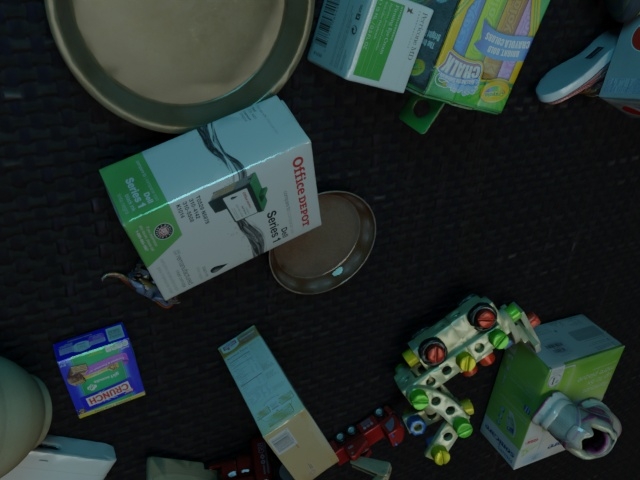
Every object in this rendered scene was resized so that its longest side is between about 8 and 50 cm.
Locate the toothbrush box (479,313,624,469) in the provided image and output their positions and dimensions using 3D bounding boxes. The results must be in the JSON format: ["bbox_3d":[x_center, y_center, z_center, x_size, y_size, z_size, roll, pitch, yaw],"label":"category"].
[{"bbox_3d":[0.480,0.316,1.290,0.206,0.122,0.283,-9,124,-25],"label":"toothbrush box"}]

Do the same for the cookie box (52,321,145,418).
[{"bbox_3d":[-0.291,0.173,0.813,0.092,0.040,0.107,-18,127,-20],"label":"cookie box"}]

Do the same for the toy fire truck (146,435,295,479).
[{"bbox_3d":[-0.133,0.407,0.952,0.247,0.217,0.158,-8,124,-8],"label":"toy fire truck"}]

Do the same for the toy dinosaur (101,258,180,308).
[{"bbox_3d":[-0.222,0.060,0.796,0.090,0.047,0.082,-1,136,9],"label":"toy dinosaur"}]

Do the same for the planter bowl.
[{"bbox_3d":[-0.391,0.207,0.719,0.162,0.162,0.109,-52,157,9],"label":"planter bowl"}]

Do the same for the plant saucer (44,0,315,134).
[{"bbox_3d":[-0.137,-0.247,0.635,0.278,0.041,0.277,-14,124,-21],"label":"plant saucer"}]

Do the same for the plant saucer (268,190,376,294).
[{"bbox_3d":[0.000,0.000,0.877,0.169,0.029,0.168,-15,125,-22],"label":"plant saucer"}]

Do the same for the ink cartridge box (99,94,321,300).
[{"bbox_3d":[-0.116,-0.048,0.715,0.220,0.092,0.160,-26,146,-12],"label":"ink cartridge box"}]

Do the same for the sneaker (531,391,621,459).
[{"bbox_3d":[0.524,0.379,1.200,0.252,0.111,0.103,18,110,-36],"label":"sneaker"}]

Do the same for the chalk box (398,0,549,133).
[{"bbox_3d":[0.160,-0.237,0.750,0.132,0.132,0.213,4,118,-31],"label":"chalk box"}]

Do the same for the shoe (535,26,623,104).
[{"bbox_3d":[0.408,-0.241,0.931,0.178,0.063,0.081,-38,125,-9],"label":"shoe"}]

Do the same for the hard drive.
[{"bbox_3d":[-0.457,0.399,0.863,0.203,0.040,0.307,26,103,-38],"label":"hard drive"}]

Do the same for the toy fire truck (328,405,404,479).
[{"bbox_3d":[0.082,0.398,1.105,0.192,0.135,0.047,-30,129,-10],"label":"toy fire truck"}]

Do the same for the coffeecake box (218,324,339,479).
[{"bbox_3d":[-0.063,0.235,0.887,0.068,0.185,0.142,-32,129,-8],"label":"coffeecake box"}]

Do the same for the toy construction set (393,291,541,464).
[{"bbox_3d":[0.265,0.217,1.084,0.328,0.151,0.215,-40,106,-12],"label":"toy construction set"}]

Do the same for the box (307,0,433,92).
[{"bbox_3d":[0.054,-0.237,0.709,0.087,0.102,0.101,4,116,-34],"label":"box"}]

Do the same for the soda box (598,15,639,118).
[{"bbox_3d":[0.505,-0.321,0.873,0.098,0.091,0.286,14,95,-36],"label":"soda box"}]

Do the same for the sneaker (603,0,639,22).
[{"bbox_3d":[0.336,-0.394,0.782,0.121,0.111,0.300,-38,125,10],"label":"sneaker"}]
